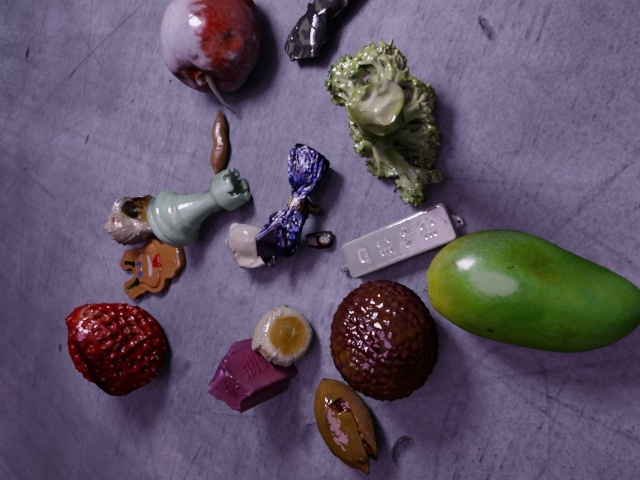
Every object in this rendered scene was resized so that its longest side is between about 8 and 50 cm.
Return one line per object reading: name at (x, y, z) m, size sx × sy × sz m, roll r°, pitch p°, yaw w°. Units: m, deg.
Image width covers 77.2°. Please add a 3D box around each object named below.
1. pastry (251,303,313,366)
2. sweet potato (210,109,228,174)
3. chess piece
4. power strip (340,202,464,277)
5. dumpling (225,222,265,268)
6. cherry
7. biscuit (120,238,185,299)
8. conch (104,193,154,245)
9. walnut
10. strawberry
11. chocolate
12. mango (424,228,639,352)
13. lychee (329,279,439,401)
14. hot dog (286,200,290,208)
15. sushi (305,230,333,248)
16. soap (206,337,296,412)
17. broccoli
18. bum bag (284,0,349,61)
pastry at (-0.103, 0.261, 1.103) m, size 0.088 × 0.166 × 0.165 m, roll -48°, pitch 60°, yaw 59°
sweet potato at (-0.333, -0.328, 1.329) m, size 0.065 × 0.051 × 0.218 m, roll 2°, pitch 88°, yaw 32°
chess piece at (-0.377, -0.114, 1.276) m, size 0.299 × 0.195 × 0.194 m, roll -24°, pitch 75°, yaw 18°
power strip at (0.186, 0.010, 1.003) m, size 0.338 × 0.058 × 0.098 m, roll -25°, pitch 75°, yaw 27°
dumpling at (-0.214, 0.017, 1.200) m, size 0.199 × 0.118 × 0.136 m, roll 29°, pitch 98°, yaw 33°
cherry at (-0.332, -0.621, 1.232) m, size 0.326 × 0.291 × 0.334 m, roll -32°, pitch 52°, yaw 35°
biscuit at (-0.626, 0.098, 1.474) m, size 0.334 × 0.047 × 0.201 m, roll -17°, pitch 78°, yaw 28°
conch at (-0.651, -0.076, 1.444) m, size 0.245 × 0.163 × 0.178 m, roll -5°, pitch 101°, yaw 0°
walnut at (0.062, 0.461, 1.009) m, size 0.137 × 0.137 × 0.245 m, roll -37°, pitch 66°, yaw 23°
strawberry at (-0.683, 0.324, 1.324) m, size 0.295 × 0.345 × 0.317 m, roll -13°, pitch 55°, yaw -11°
chocolate at (-0.070, -0.085, 1.096) m, size 0.126 × 0.148 × 0.343 m, roll 17°, pitch 87°, yaw 69°
mango at (0.403, 0.096, 0.792) m, size 0.382 × 0.201 × 0.225 m, roll 9°, pitch 81°, yaw 28°
lychee at (0.139, 0.223, 0.916) m, size 0.261 × 0.261 × 0.260 m, roll -2°, pitch 86°, yaw 30°
hot dog at (-0.071, -0.089, 1.179) m, size 0.083 × 0.021 × 0.037 m, roll 31°, pitch 103°, yaw 29°
sushi at (0.000, 0.000, 1.129) m, size 0.083 × 0.044 × 0.046 m, roll -5°, pitch 106°, yaw 32°
soap at (-0.193, 0.361, 1.088) m, size 0.162 × 0.250 × 0.099 m, roll 47°, pitch 111°, yaw 22°
broccoli at (0.122, -0.294, 0.874) m, size 0.274 × 0.397 × 0.353 m, roll -53°, pitch 57°, yaw 15°
bum bag at (0.018, -0.651, 1.126) m, size 0.340 × 0.095 × 0.144 m, roll -50°, pitch 50°, yaw 16°
